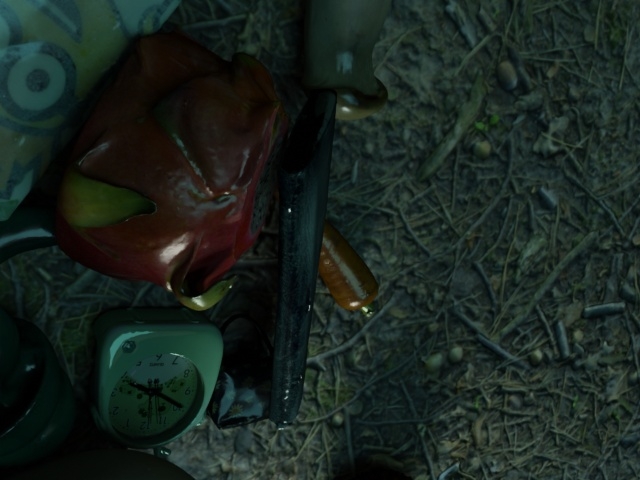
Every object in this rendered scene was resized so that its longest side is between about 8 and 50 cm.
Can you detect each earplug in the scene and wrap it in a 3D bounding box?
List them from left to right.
[{"bbox_3d":[-0.353,0.121,1.303,0.280,0.164,0.257,68,34,-44],"label":"earplug"}]

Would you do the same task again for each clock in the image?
[{"bbox_3d":[-0.214,0.187,1.442,0.159,0.066,0.211,5,109,-32],"label":"clock"}]

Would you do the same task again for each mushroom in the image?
[{"bbox_3d":[0.024,-0.305,1.350,0.159,0.122,0.329,6,111,6],"label":"mushroom"}]

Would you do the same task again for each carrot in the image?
[{"bbox_3d":[0.000,0.000,1.502,0.061,0.061,0.257,-40,116,-9],"label":"carrot"}]

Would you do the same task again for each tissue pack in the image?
[{"bbox_3d":[-0.320,-0.207,1.168,0.311,0.128,0.228,-51,127,0],"label":"tissue pack"}]

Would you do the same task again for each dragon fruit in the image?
[{"bbox_3d":[-0.133,-0.072,1.232,0.189,0.290,0.291,25,99,5],"label":"dragon fruit"}]

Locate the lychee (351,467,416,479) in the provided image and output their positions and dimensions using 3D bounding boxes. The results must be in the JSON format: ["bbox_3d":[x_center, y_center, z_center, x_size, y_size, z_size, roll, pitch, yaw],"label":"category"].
[{"bbox_3d":[0.094,0.422,1.665,0.188,0.188,0.188,-12,117,-26],"label":"lychee"}]

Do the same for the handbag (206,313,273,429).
[{"bbox_3d":[-0.100,0.161,1.506,0.115,0.072,0.139,-9,102,-25],"label":"handbag"}]

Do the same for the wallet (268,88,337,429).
[{"bbox_3d":[-0.023,0.023,1.369,0.046,0.191,0.379,8,127,4],"label":"wallet"}]

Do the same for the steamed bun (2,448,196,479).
[{"bbox_3d":[-0.279,0.400,1.328,0.374,0.334,0.334,-21,124,8],"label":"steamed bun"}]
